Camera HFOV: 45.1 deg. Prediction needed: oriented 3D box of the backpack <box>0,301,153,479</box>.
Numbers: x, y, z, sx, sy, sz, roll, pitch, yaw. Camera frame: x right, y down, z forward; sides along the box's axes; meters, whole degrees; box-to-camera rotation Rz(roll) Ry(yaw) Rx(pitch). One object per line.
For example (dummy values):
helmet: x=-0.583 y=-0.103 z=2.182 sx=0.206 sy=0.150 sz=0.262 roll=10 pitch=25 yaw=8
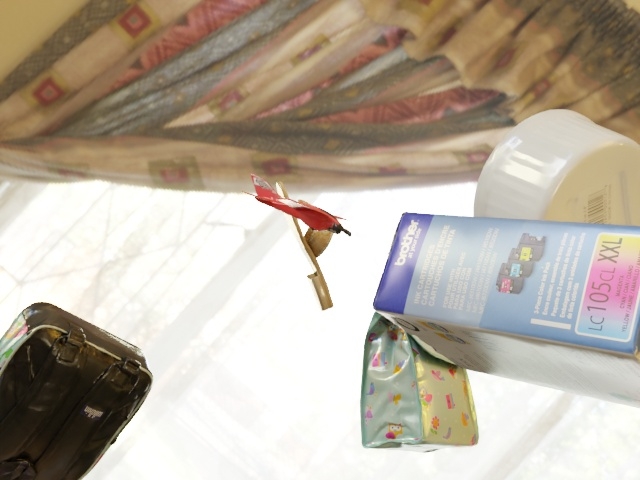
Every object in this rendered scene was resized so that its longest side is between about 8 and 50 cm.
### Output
backpack: x=-0.404 y=0.235 z=1.145 sx=0.225 sy=0.253 sz=0.191 roll=33 pitch=-3 yaw=-30

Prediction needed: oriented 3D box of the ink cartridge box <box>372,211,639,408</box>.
ink cartridge box: x=0.257 y=0.087 z=0.985 sx=0.396 sy=0.151 sz=0.270 roll=4 pitch=-22 yaw=41

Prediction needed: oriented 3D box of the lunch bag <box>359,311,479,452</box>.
lunch bag: x=0.184 y=0.263 z=1.466 sx=0.160 sy=0.262 sz=0.223 roll=-17 pitch=-25 yaw=34

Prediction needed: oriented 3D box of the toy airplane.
toy airplane: x=-0.030 y=-0.038 z=0.896 sx=0.151 sy=0.028 sz=0.151 roll=25 pitch=5 yaw=-2

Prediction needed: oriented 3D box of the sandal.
sandal: x=-0.001 y=-0.001 z=1.326 sx=0.088 sy=0.079 sz=0.239 roll=-145 pitch=-145 yaw=-75

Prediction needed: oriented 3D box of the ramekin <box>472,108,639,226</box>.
ramekin: x=0.391 y=-0.056 z=1.208 sx=0.277 sy=0.277 sz=0.135 roll=47 pitch=-5 yaw=-35
